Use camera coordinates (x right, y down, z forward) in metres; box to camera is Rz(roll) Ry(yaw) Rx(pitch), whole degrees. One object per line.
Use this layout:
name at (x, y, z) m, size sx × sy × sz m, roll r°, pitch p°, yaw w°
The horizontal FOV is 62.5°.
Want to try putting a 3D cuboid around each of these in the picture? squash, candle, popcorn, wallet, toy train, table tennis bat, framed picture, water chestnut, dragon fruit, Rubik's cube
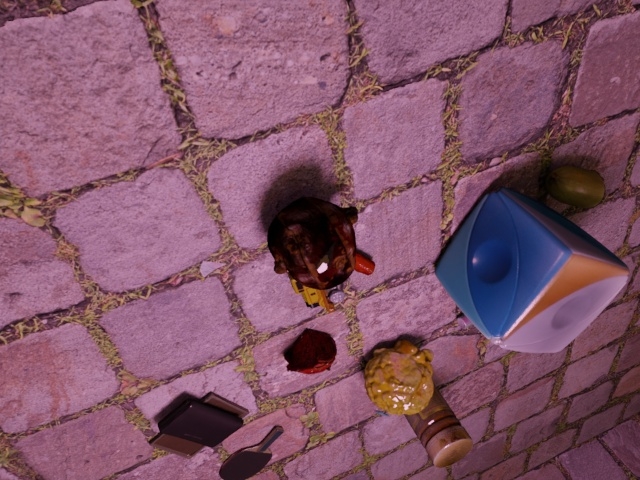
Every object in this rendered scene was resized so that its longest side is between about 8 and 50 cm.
squash at (0.742, -0.162, 1.559) m, size 0.186 × 0.123 × 0.123 m, roll 7°, pitch 122°, yaw -33°
candle at (0.092, 0.056, 1.437) m, size 0.053 × 0.048 × 0.162 m, roll -34°, pitch 137°, yaw 25°
popcorn at (0.262, 0.460, 1.748) m, size 0.259 × 0.259 × 0.212 m, roll -8°, pitch 143°, yaw -23°
wallet at (-0.354, 0.554, 1.577) m, size 0.149 × 0.044 × 0.250 m, roll -38°, pitch 135°, yaw 8°
toy train at (-0.011, 0.113, 1.406) m, size 0.127 × 0.089 × 0.219 m, roll -18°, pitch 133°, yaw 0°
table tennis bat at (-0.232, 0.751, 1.842) m, size 0.173 × 0.022 × 0.301 m, roll 25°, pitch 112°, yaw -39°
framed picture at (-0.371, 0.579, 1.630) m, size 0.260 × 0.023 × 0.189 m, roll -40°, pitch 134°, yaw 6°
water chestnut at (0.000, 0.000, 1.224) m, size 0.238 × 0.223 × 0.224 m, roll -29°, pitch 135°, yaw -21°
dragon fruit at (-0.019, 0.352, 1.550) m, size 0.127 × 0.161 × 0.120 m, roll 25°, pitch 110°, yaw -27°
Rubik's cube at (0.597, 0.091, 1.525) m, size 0.347 × 0.351 × 0.352 m, roll 14°, pitch 115°, yaw -36°

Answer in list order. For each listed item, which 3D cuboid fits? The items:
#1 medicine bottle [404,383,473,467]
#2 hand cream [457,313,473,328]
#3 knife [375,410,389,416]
medicine bottle at (0.375, 0.601, 1.834) m, size 0.151 × 0.322 × 0.151 m, roll -14°, pitch 131°, yaw -17°
hand cream at (0.560, 0.251, 1.850) m, size 0.174 × 0.047 × 0.076 m, roll -27°, pitch 134°, yaw -18°
knife at (0.238, 0.667, 2.034) m, size 0.014 × 0.005 × 0.091 m, roll -46°, pitch 132°, yaw 13°
